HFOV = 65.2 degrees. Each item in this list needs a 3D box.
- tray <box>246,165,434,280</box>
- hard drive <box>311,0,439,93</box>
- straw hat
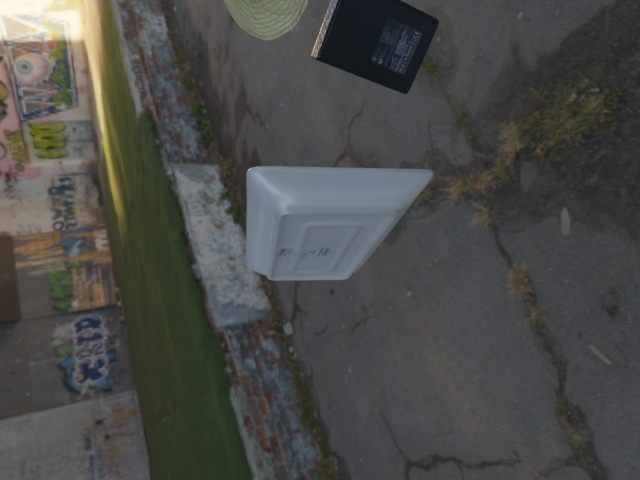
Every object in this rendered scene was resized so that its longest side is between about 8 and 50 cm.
[{"bbox_3d":[0.000,0.000,0.491,0.270,0.146,0.030,114,156,-70],"label":"tray"},{"bbox_3d":[0.066,-0.238,0.587,0.022,0.135,0.094,51,125,51],"label":"hard drive"},{"bbox_3d":[-0.075,-0.270,0.480,0.145,0.061,0.144,15,115,34],"label":"straw hat"}]
